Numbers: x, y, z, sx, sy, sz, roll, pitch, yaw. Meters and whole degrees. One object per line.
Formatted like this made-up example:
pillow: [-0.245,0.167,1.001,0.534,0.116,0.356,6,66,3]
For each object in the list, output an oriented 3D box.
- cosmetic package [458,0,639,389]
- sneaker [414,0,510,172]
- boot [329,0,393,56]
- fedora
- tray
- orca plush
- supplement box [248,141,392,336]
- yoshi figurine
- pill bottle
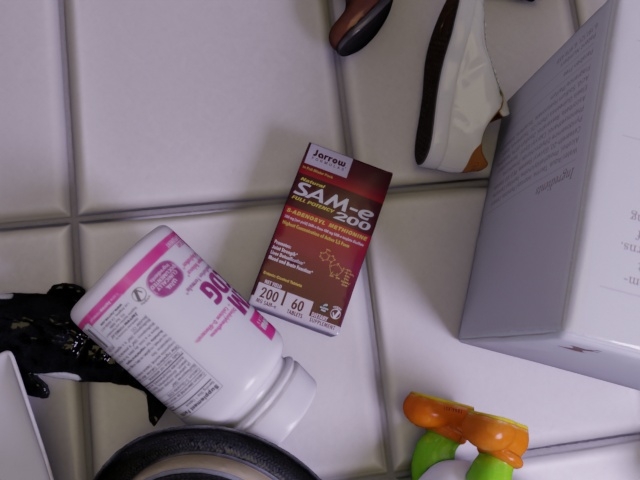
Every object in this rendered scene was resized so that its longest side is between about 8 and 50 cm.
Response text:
cosmetic package: [0.411,-0.024,0.801,0.329,0.327,0.394,15,78,-4]
sneaker: [0.222,-0.240,0.936,0.123,0.106,0.290,10,90,-10]
boot: [-0.002,-0.437,0.938,0.280,0.096,0.264,32,79,0]
fedora: [-0.123,0.370,0.677,0.333,0.152,0.334,0,98,3]
tray: [-0.389,0.284,0.784,0.145,0.030,0.271,-23,83,15]
orca plush: [-0.322,0.146,0.797,0.287,0.102,0.151,37,78,0]
supplement box: [0.000,0.000,0.876,0.130,0.073,0.240,20,78,-3]
yoshi figurine: [0.123,0.379,0.779,0.202,0.203,0.362,14,81,11]
pill bottle: [-0.149,0.131,0.784,0.283,0.160,0.160,45,78,-8]
